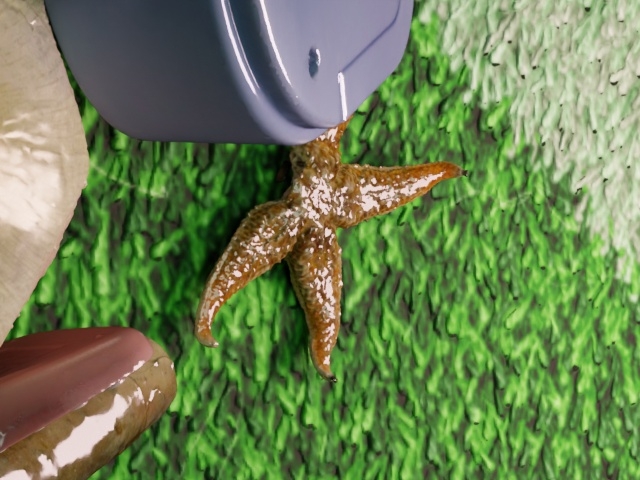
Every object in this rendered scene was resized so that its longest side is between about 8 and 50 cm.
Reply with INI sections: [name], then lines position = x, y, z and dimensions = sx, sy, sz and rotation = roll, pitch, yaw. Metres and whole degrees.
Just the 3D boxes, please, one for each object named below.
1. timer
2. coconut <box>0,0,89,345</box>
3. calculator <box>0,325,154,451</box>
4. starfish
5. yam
[timer]
position = -0.073, -0.239, 1.143
dimensions = 0.395, 0.173, 0.394
rotation = 3, 90, -71
[coconut]
position = -0.277, -0.049, 1.014
dimensions = 0.297, 0.255, 0.297
rotation = 3, 84, -38
[calculator]
position = -0.248, 0.115, 1.050
dimensions = 0.330, 0.220, 0.048
rotation = -26, 99, -32
[starfish]
position = 0.000, 0.001, 1.362
dimensions = 0.138, 0.050, 0.247
rotation = 44, 70, -29
[yam]
position = -0.190, 0.141, 1.134
dimensions = 0.317, 0.067, 0.071
rotation = -36, 106, -54
